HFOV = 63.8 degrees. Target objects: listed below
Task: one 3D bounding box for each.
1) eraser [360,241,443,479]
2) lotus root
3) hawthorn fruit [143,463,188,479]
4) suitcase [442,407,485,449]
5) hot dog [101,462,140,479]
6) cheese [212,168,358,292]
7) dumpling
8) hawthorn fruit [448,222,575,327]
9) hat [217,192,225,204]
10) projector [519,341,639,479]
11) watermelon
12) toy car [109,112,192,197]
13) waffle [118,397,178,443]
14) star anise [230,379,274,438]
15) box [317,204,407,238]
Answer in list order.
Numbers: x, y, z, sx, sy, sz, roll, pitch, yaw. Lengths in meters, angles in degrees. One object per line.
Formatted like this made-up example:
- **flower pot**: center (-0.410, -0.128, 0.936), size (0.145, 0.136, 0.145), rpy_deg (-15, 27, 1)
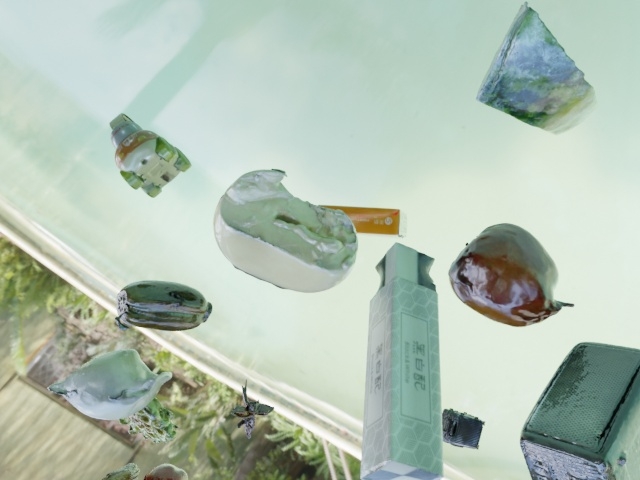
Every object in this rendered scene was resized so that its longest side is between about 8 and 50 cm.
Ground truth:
- **eraser**: center (0.140, 0.191, 0.862), size (0.098, 0.404, 0.096), rpy_deg (21, 138, -14)
- **lotus root**: center (-0.402, 0.169, 1.320), size (0.241, 0.124, 0.123), rpy_deg (13, -163, -37)
- **hawthorn fruit**: center (-0.556, 0.885, 1.818), size (0.169, 0.169, 0.188), rpy_deg (34, 178, 1)
- **suitcase**: center (0.357, 0.480, 1.310), size (0.126, 0.086, 0.059), rpy_deg (23, 168, -29)
- **hot dog**: center (-0.731, 0.890, 1.862), size (0.099, 0.160, 0.227), rpy_deg (22, 177, 4)
- **cheese**: center (-0.064, -0.007, 0.935), size (0.266, 0.127, 0.233), rpy_deg (24, 152, -7)
- **dumpling**: center (-0.510, 0.341, 1.286), size (0.243, 0.175, 0.227), rpy_deg (28, -178, 2)
- **hawthorn fruit**: center (0.569, 0.115, 1.596), size (0.325, 0.308, 0.308), rpy_deg (65, 163, 11)
- **hat**: center (-0.173, -0.068, 1.367), size (0.205, 0.089, 0.205), rpy_deg (9, 131, 10)
- **projector**: center (0.745, 0.538, 1.340), size (0.242, 0.405, 0.395), rpy_deg (2, 122, 50)
- **watermelon**: center (0.420, -0.334, 1.012), size (0.310, 0.193, 0.232), rpy_deg (10, -154, -36)
- **toy car**: center (-0.482, -0.247, 1.377), size (0.235, 0.145, 0.235), rpy_deg (49, 180, 0)
- **waffle**: center (-0.589, 0.517, 1.611), size (0.297, 0.073, 0.317), rpy_deg (-13, 118, 44)
- **star anise**: center (-0.270, 0.602, 1.860), size (0.144, 0.140, 0.158), rpy_deg (25, 154, 49)
- **box**: center (0.141, -0.061, 1.685), size (0.274, 0.091, 0.221), rpy_deg (5, -179, 13)
